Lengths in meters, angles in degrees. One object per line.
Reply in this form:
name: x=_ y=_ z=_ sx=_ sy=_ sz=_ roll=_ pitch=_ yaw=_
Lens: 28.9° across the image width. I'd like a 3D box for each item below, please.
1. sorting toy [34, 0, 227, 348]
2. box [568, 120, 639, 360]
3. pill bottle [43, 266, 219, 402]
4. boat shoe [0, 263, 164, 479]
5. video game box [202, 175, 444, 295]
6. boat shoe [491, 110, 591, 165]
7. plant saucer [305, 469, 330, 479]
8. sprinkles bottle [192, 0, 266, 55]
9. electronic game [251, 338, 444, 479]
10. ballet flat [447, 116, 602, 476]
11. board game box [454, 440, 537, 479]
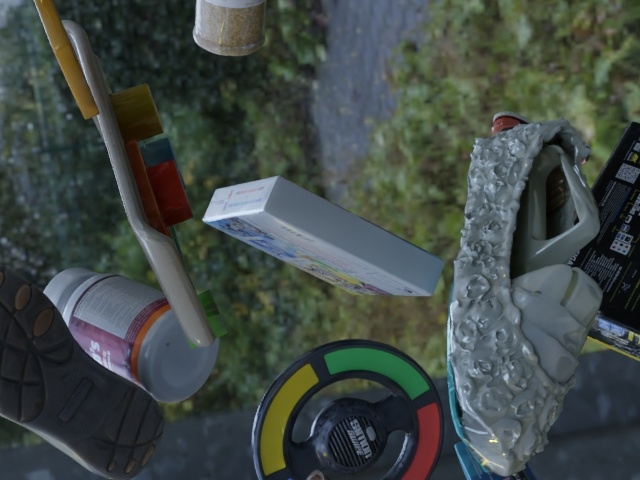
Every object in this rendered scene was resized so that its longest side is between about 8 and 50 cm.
sorting toy: x=-0.119 y=-0.041 z=0.875 sx=0.347 sy=0.047 sz=0.196 roll=78 pitch=168 yaw=-63
box: x=0.472 y=0.011 z=1.678 sx=0.322 sy=0.257 sz=0.079 roll=-56 pitch=-22 yaw=-25
pill bottle: x=-0.239 y=0.109 z=1.519 sx=0.221 sy=0.121 sz=0.121 roll=18 pitch=124 yaw=39
boat shoe: x=-0.325 y=0.140 z=1.347 sx=0.130 sy=0.132 sz=0.355 roll=5 pitch=142 yaw=50
video game box: x=0.000 y=0.000 z=1.304 sx=0.187 sy=0.205 sz=0.048 roll=-9 pitch=57 yaw=64
boat shoe: x=0.273 y=-0.117 z=1.536 sx=0.049 sy=0.137 sz=0.043 roll=132 pitch=152 yaw=-52
plant saucer: x=-0.008 y=0.272 z=0.922 sx=0.198 sy=0.036 sz=0.198 roll=-166 pitch=90 yaw=-82
sprinkles bottle: x=-0.132 y=-0.466 z=1.918 sx=0.121 sy=0.121 sz=0.355 roll=-109 pitch=21 yaw=-51
electronic game: x=0.034 y=0.224 z=1.416 sx=0.048 sy=0.229 sz=0.229 roll=-148 pitch=49 yaw=-71
ballet flat: x=0.201 y=0.024 z=1.180 sx=0.147 sy=0.147 sz=0.409 roll=90 pitch=-174 yaw=-47
board game box: x=0.286 y=0.440 z=1.573 sx=0.254 sy=0.079 sz=0.336 roll=-111 pitch=-1 yaw=-63
